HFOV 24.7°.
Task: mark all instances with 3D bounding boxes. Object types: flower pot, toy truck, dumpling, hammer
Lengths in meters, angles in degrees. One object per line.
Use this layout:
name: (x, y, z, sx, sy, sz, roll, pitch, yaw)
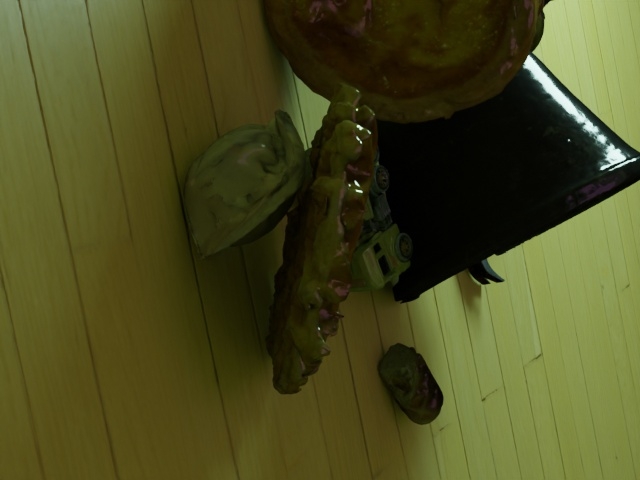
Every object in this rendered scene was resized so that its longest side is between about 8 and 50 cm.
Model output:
flower pot: (0.217, -0.111, 1.871, 0.379, 0.379, 0.251, -16, 79, -63)
toy truck: (0.029, -0.027, 1.723, 0.116, 0.085, 0.191, -42, 119, -48)
dumpling: (-0.071, -0.065, 1.486, 0.118, 0.136, 0.199, 35, 38, -26)
hammer: (0.273, -0.031, 2.252, 0.290, 0.037, 0.137, -45, 121, -58)

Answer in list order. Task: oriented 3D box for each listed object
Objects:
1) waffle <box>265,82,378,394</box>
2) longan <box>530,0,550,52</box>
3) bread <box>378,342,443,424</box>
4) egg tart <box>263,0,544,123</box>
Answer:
waffle: (0.000, 0.000, 1.504, 0.302, 0.068, 0.325, 176, -71, -85)
longan: (0.280, -0.348, 2.220, 0.154, 0.176, 0.145, 73, 9, -47)
bread: (0.119, 0.189, 1.863, 0.110, 0.060, 0.066, 61, 4, -36)
egg tart: (0.103, -0.296, 1.721, 0.129, 0.341, 0.341, -2, 84, -82)
